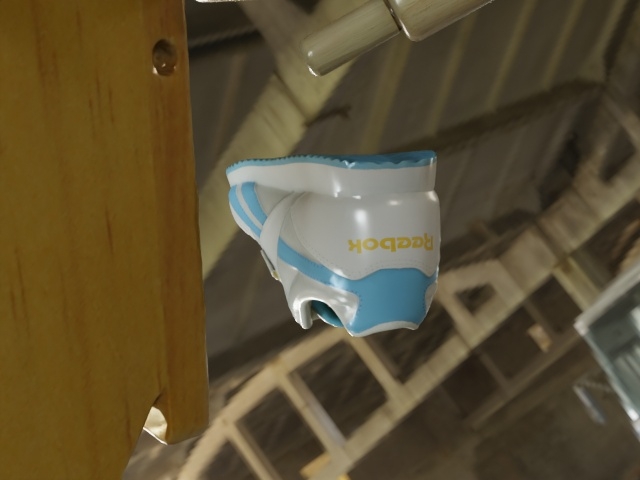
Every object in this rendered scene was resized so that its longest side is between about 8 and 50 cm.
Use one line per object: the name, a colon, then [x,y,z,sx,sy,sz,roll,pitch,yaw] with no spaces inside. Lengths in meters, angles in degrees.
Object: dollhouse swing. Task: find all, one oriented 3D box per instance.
dollhouse swing: [-0.275,-0.037,0.484,0.305,0.315,0.347,2,8,35]

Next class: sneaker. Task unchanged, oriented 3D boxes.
sneaker: [0.000,0.000,0.698,0.087,0.092,0.228,-3,2,-13]

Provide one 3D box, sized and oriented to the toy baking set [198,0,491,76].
toy baking set: [0.048,-0.186,0.506,0.256,0.197,0.030,-24,-16,8]
